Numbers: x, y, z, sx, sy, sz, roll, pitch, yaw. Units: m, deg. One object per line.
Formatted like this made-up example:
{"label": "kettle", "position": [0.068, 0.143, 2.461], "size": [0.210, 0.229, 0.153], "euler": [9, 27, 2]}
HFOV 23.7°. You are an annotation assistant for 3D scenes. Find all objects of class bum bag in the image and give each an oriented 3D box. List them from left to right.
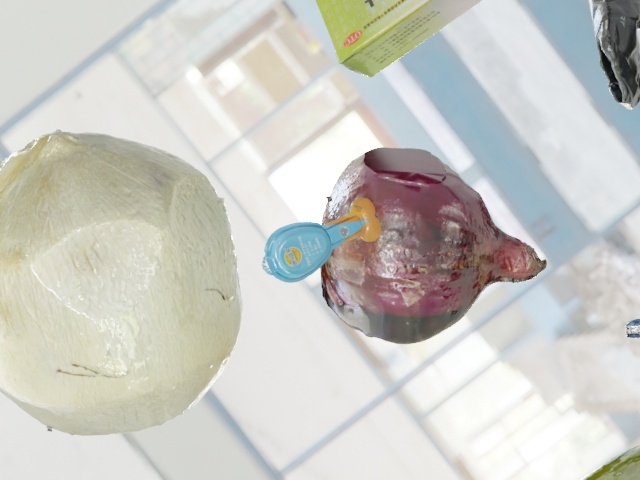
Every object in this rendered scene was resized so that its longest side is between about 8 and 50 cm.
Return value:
{"label": "bum bag", "position": [0.407, -0.326, 2.083], "size": [0.137, 0.074, 0.310], "euler": [42, -138, -52]}

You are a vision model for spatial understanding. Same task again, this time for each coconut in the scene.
{"label": "coconut", "position": [-0.266, 0.032, 1.838], "size": [0.346, 0.346, 0.360], "euler": [-119, 20, -68]}

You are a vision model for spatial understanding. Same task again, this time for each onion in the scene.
{"label": "onion", "position": [0.108, -0.002, 1.425], "size": [0.195, 0.218, 0.140], "euler": [-89, 5, -64]}

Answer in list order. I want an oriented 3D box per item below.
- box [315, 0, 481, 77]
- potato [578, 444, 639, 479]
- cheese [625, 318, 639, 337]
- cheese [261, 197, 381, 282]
{"label": "box", "position": [0.104, -0.305, 1.507], "size": [0.062, 0.260, 0.175], "euler": [17, -134, -54]}
{"label": "potato", "position": [0.231, 0.210, 0.972], "size": [0.148, 0.253, 0.186], "euler": [52, -172, -47]}
{"label": "cheese", "position": [0.465, 0.090, 1.639], "size": [0.177, 0.270, 0.069], "euler": [46, -137, -73]}
{"label": "cheese", "position": [0.000, 0.000, 1.245], "size": [0.017, 0.111, 0.047], "euler": [12, 124, 65]}
